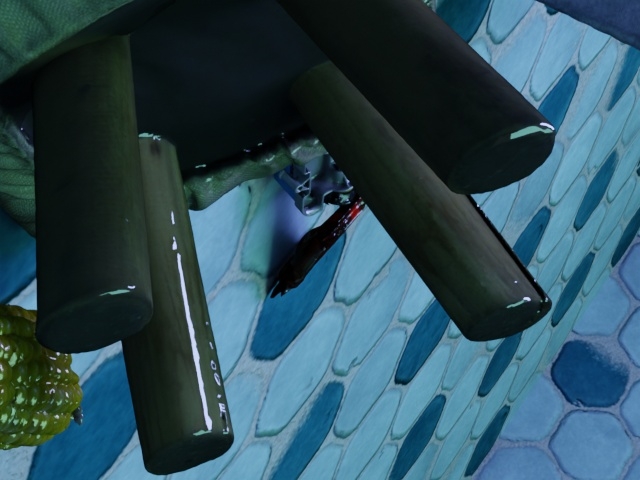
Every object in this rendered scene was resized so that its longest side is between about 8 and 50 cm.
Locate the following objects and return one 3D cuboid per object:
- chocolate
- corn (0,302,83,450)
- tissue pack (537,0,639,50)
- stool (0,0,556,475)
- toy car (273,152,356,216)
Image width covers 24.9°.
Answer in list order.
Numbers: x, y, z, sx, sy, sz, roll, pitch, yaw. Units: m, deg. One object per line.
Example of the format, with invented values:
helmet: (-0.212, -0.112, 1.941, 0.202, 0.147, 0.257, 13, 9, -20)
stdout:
chocolate: (0.000, 0.000, 1.385, 0.086, 0.028, 0.182, -47, 177, -28)
corn: (-0.246, 0.086, 0.866, 0.101, 0.101, 0.291, -64, 157, 10)
tissue pack: (0.357, -0.312, 1.364, 0.124, 0.394, 0.288, -16, 133, -64)
stool: (-0.042, -0.040, 0.837, 0.310, 0.226, 0.310, -21, 153, -2)
toy car: (0.031, -0.108, 1.301, 0.191, 0.100, 0.097, -28, 148, -23)
